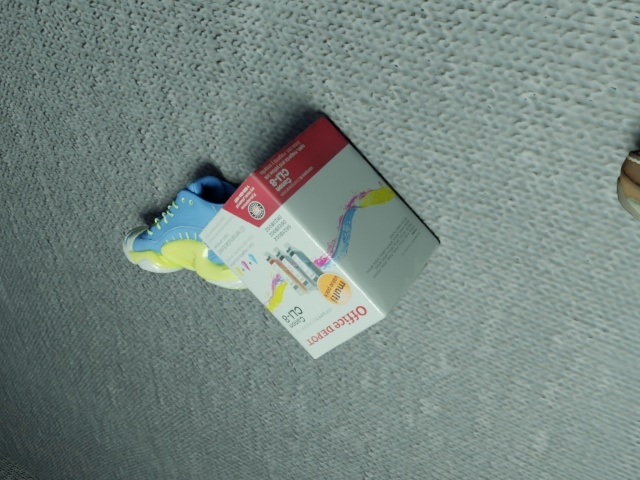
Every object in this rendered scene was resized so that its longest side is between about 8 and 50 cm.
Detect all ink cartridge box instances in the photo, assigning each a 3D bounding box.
[{"bbox_3d":[0.000,0.000,0.644,0.176,0.127,0.128,46,137,-3],"label":"ink cartridge box"}]

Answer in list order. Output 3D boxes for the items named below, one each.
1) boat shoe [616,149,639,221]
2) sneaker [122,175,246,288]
[{"bbox_3d":[0.330,-0.036,0.357,0.324,0.123,0.117,16,111,50],"label":"boat shoe"},{"bbox_3d":[-0.155,-0.022,0.796,0.240,0.091,0.126,9,109,33],"label":"sneaker"}]
